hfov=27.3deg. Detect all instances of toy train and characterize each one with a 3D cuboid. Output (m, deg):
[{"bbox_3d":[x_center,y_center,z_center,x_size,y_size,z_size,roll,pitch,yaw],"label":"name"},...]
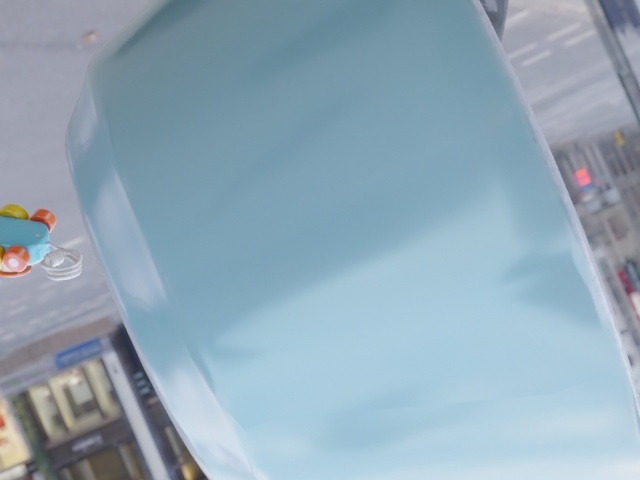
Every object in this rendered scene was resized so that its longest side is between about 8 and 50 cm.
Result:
[{"bbox_3d":[-0.260,0.031,0.953,0.166,0.125,0.046,-15,131,-21],"label":"toy train"}]

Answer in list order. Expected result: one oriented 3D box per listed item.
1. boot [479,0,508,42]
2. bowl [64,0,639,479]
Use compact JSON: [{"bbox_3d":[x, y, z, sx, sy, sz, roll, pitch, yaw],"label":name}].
[{"bbox_3d":[0.076,-0.200,1.042,0.208,0.190,0.076,-64,-174,-6],"label":"boot"},{"bbox_3d":[0.000,0.000,0.575,0.163,0.311,0.311,-24,178,-1],"label":"bowl"}]
